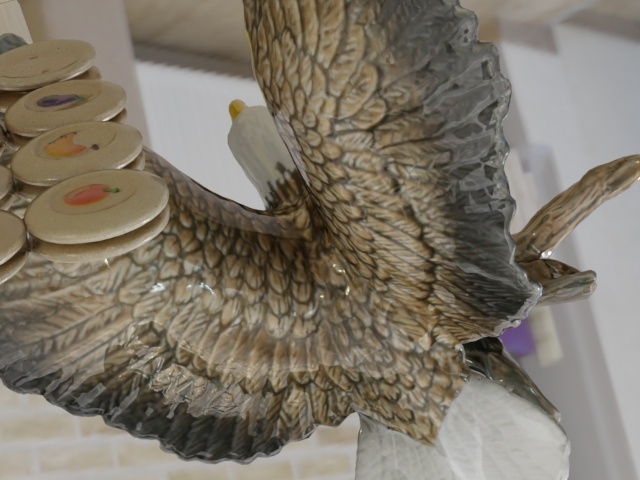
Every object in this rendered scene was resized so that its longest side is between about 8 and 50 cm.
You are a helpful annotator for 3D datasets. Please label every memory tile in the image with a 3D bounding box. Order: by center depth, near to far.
[{"bbox_3d":[-0.106,-0.020,0.407,0.113,0.012,0.148,-15,-153,-11],"label":"memory tile"}]

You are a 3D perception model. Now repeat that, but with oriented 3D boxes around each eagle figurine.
[{"bbox_3d":[-0.008,-0.005,0.643,0.225,0.226,0.298,17,171,35],"label":"eagle figurine"}]

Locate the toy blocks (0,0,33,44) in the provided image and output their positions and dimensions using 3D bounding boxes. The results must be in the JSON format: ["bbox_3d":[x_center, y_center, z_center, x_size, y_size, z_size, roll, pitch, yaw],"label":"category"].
[{"bbox_3d":[-0.267,-0.077,0.852,0.190,0.261,0.381,-14,-168,19],"label":"toy blocks"}]
